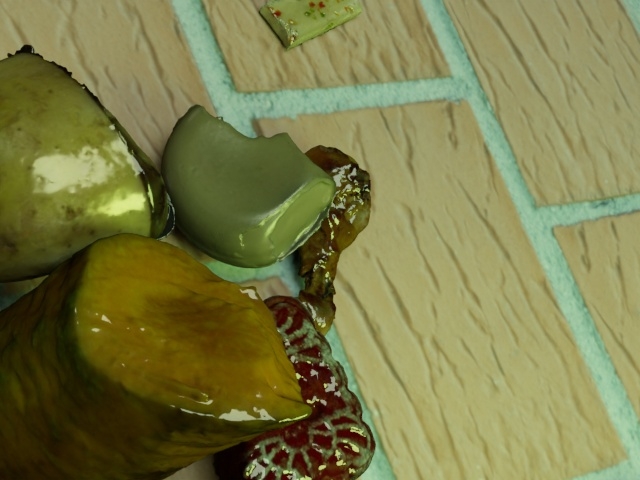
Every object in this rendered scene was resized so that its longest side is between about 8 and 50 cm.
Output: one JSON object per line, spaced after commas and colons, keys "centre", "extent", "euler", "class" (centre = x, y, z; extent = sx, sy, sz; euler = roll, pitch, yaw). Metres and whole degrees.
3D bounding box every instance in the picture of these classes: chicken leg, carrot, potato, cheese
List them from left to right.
{"centre": [-0.322, -0.060, 1.650], "extent": [0.242, 0.242, 0.285], "euler": [-23, 64, -39], "class": "potato"}
{"centre": [-0.186, 0.122, 1.563], "extent": [0.241, 0.341, 0.241], "euler": [32, 43, -36], "class": "carrot"}
{"centre": [-0.098, -0.069, 1.849], "extent": [0.175, 0.091, 0.202], "euler": [-40, 73, -19], "class": "cheese"}
{"centre": [0.001, 0.002, 1.913], "extent": [0.107, 0.087, 0.251], "euler": [10, 63, -2], "class": "chicken leg"}

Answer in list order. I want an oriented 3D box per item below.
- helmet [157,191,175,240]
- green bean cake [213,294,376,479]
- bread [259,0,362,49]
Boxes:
{"centre": [-0.204, -0.034, 1.809], "extent": [0.065, 0.049, 0.084], "euler": [-25, 91, -29], "class": "helmet"}
{"centre": [-0.057, 0.181, 1.751], "extent": [0.198, 0.097, 0.232], "euler": [-13, 72, -37], "class": "green bean cake"}
{"centre": [-0.010, -0.304, 2.113], "extent": [0.154, 0.028, 0.068], "euler": [-31, 80, -42], "class": "bread"}
